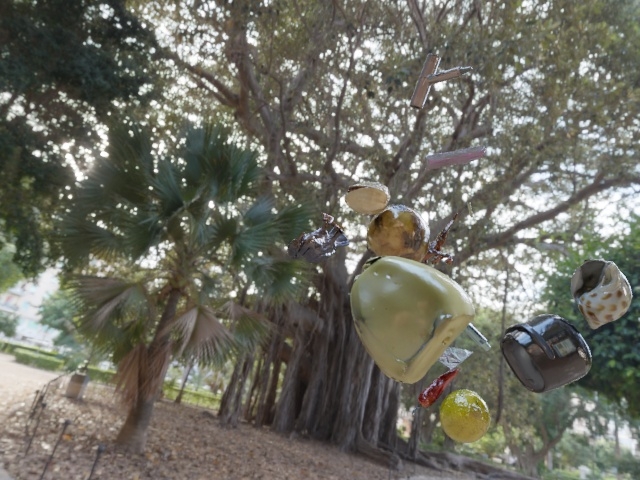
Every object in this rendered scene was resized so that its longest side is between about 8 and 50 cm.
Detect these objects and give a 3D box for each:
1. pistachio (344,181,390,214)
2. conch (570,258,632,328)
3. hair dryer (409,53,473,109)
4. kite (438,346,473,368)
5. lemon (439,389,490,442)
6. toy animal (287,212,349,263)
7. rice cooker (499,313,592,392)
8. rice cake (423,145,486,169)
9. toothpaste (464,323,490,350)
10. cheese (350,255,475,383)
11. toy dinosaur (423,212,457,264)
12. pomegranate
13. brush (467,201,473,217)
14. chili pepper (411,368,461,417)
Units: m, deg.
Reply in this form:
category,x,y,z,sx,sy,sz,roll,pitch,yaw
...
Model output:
category,x,y,z,sx,sy,sz,roll,pitch,yaw
pistachio,0.212,-0.196,1.893,0.229,0.157,0.157,10,-18,39
conch,1.020,0.204,1.503,0.148,0.275,0.183,6,19,-26
hair dryer,0.434,-0.560,1.470,0.053,0.195,0.220,14,9,-39
kite,0.485,0.417,1.620,0.229,0.250,0.012,9,-63,-4
lemon,0.511,0.620,1.463,0.173,0.173,0.206,13,-40,-3
toy animal,0.000,0.000,1.453,0.122,0.185,0.298,43,15,19
rice cooker,0.798,0.392,1.471,0.224,0.267,0.267,-25,-21,-7
rice cake,0.412,-0.255,1.266,0.206,0.036,0.047,-12,-23,-14
toothpaste,0.701,0.407,1.985,0.297,0.075,0.048,48,-46,6
cheese,0.182,0.161,0.984,0.316,0.259,0.128,42,0,44
toy dinosaur,0.674,0.050,2.367,0.432,0.208,0.097,-39,-51,9
pomegranate,0.366,-0.013,1.964,0.322,0.322,0.322,10,-21,4
brush,0.788,-0.160,2.175,0.016,0.084,0.013,-13,7,14
chili pepper,0.435,0.567,1.570,0.050,0.268,0.059,54,-14,-12
